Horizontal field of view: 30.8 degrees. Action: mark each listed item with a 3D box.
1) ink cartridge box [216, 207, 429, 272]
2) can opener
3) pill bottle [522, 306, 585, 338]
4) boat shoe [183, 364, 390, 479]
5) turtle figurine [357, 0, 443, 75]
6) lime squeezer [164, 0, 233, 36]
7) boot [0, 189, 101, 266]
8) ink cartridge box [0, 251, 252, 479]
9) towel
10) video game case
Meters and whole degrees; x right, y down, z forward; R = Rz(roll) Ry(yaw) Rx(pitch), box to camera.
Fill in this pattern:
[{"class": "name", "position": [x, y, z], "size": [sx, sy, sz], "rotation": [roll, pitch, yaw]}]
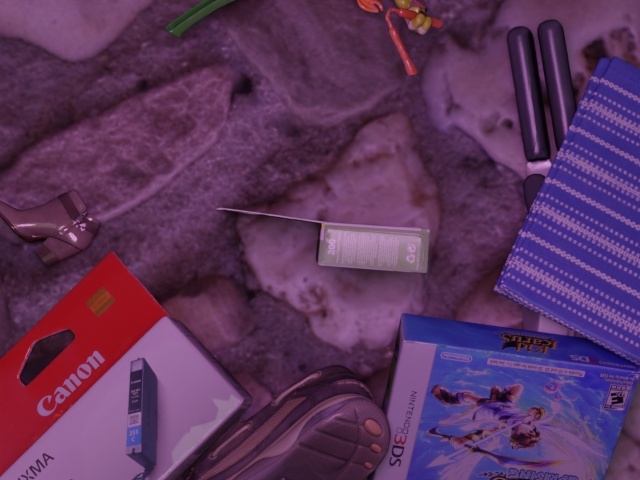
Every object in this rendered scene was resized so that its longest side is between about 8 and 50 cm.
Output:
[{"class": "ink cartridge box", "position": [0.000, 0.000, 1.337], "size": [0.235, 0.171, 0.056], "rotation": [4, 90, -1]}, {"class": "can opener", "position": [0.272, -0.120, 1.378], "size": [0.076, 0.095, 0.283], "rotation": [-9, 90, 19]}, {"class": "pill bottle", "position": [0.361, 0.080, 1.368], "size": [0.229, 0.131, 0.131], "rotation": [1, 90, -2]}, {"class": "boat shoe", "position": [-0.072, 0.277, 1.361], "size": [0.355, 0.130, 0.132], "rotation": [-35, 120, 12]}, {"class": "turtle figurine", "position": [0.117, -0.326, 1.380], "size": [0.217, 0.087, 0.269], "rotation": [-22, 73, -11]}, {"class": "lime squeezer", "position": [-0.070, -0.362, 1.371], "size": [0.110, 0.059, 0.310], "rotation": [27, 97, -38]}, {"class": "boot", "position": [-0.326, -0.030, 1.397], "size": [0.087, 0.042, 0.118], "rotation": [-44, 92, -7]}, {"class": "ink cartridge box", "position": [-0.273, 0.197, 1.351], "size": [0.296, 0.066, 0.261], "rotation": [-45, 77, -1]}, {"class": "towel", "position": [0.366, -0.029, 1.320], "size": [0.243, 0.040, 0.336], "rotation": [28, 72, 3]}, {"class": "video game case", "position": [0.205, 0.216, 1.343], "size": [0.270, 0.061, 0.244], "rotation": [8, 121, -2]}]
